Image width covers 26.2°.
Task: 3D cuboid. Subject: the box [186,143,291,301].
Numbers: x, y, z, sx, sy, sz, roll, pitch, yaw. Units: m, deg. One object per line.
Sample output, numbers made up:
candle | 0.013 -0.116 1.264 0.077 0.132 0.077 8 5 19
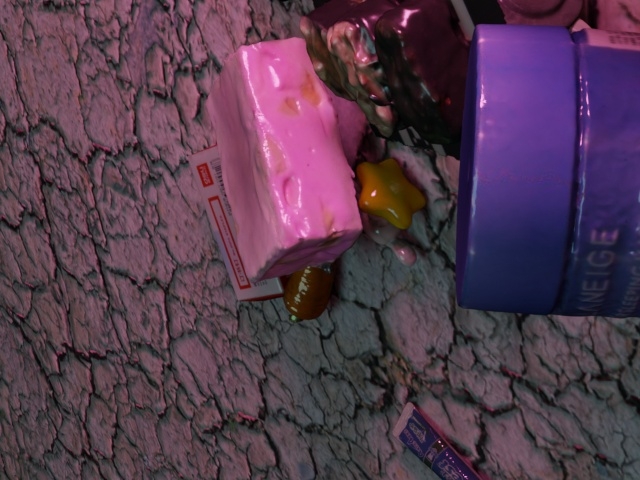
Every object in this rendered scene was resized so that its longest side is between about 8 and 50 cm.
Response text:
box | -0.098 -0.026 1.863 0.123 0.050 0.229 -14 97 57

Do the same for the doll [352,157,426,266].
doll | 0.074 -0.028 1.624 0.135 0.071 0.113 62 153 0

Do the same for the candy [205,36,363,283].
candy | -0.045 -0.093 1.642 0.155 0.116 0.265 130 129 -63

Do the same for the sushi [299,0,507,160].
sushi | 0.058 -0.175 1.402 0.373 0.100 0.296 23 145 58

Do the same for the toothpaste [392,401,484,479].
toothpaste | 0.160 0.280 1.699 0.197 0.035 0.057 43 122 34

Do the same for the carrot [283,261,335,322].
carrot | 0.000 0.000 1.754 0.061 0.061 0.256 37 126 37

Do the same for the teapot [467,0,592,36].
teapot | 0.204 -0.217 1.336 0.108 0.149 0.111 120 160 -65

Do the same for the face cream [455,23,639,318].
face cream | 0.233 -0.058 1.172 0.249 0.225 0.249 2 -90 -86
